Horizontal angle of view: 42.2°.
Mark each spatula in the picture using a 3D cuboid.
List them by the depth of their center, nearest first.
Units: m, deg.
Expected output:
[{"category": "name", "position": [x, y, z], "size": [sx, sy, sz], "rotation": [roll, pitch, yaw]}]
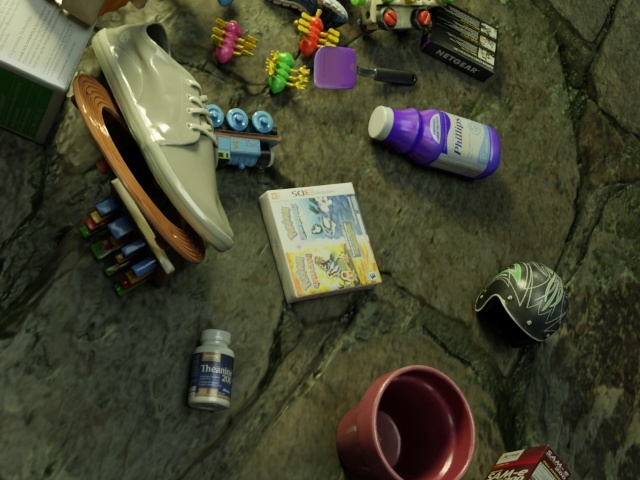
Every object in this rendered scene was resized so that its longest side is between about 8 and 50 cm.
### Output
[{"category": "spatula", "position": [0.100, -0.343, 1.687], "size": [0.297, 0.030, 0.084], "rotation": [-5, 97, -46]}]

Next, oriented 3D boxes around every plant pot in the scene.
[{"category": "plant pot", "position": [0.124, 0.323, 1.368], "size": [0.201, 0.180, 0.201], "rotation": [12, 65, -25]}]

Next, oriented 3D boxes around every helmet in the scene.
[{"category": "helmet", "position": [0.402, 0.122, 1.619], "size": [0.170, 0.161, 0.169], "rotation": [11, 65, -26]}]

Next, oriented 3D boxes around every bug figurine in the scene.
[{"category": "bug figurine", "position": [-0.108, -0.404, 1.598], "size": [0.279, 0.072, 0.216], "rotation": [27, 66, -23]}]

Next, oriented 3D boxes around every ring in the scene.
[{"category": "ring", "position": [-0.279, -0.103, 1.266], "size": [0.032, 0.336, 0.336], "rotation": [-31, 87, 2]}]

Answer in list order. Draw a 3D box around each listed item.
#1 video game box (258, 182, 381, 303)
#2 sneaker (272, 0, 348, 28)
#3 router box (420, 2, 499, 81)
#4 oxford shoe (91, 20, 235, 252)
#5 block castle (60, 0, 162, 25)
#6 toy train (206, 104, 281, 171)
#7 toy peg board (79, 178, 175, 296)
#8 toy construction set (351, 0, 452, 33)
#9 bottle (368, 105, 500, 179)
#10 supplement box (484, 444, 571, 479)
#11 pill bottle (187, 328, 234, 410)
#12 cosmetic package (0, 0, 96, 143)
[{"category": "video game box", "position": [0.000, 0.000, 1.511], "size": [0.187, 0.048, 0.205], "rotation": [-9, 75, -30]}, {"category": "sneaker", "position": [-0.024, -0.504, 1.690], "size": [0.191, 0.071, 0.082], "rotation": [25, 54, -19]}, {"category": "router box", "position": [0.317, -0.456, 1.876], "size": [0.179, 0.046, 0.133], "rotation": [21, 62, -21]}, {"category": "oxford shoe", "position": [-0.233, -0.186, 1.341], "size": [0.130, 0.169, 0.449], "rotation": [-28, 70, -1]}, {"category": "block castle", "position": [-0.335, -0.545, 1.327], "size": [0.303, 0.212, 0.453], "rotation": [37, 31, 1]}, {"category": "toy train", "position": [-0.158, -0.178, 1.478], "size": [0.184, 0.080, 0.105], "rotation": [3, 78, -31]}, {"category": "toy peg board", "position": [-0.305, 0.008, 1.275], "size": [0.079, 0.161, 0.161], "rotation": [-31, 89, -18]}, {"category": "toy construction set", "position": [0.150, -0.550, 1.755], "size": [0.328, 0.151, 0.214], "rotation": [-9, 100, -24]}, {"category": "bottle", "position": [0.235, -0.208, 1.700], "size": [0.283, 0.092, 0.118], "rotation": [13, 66, -25]}, {"category": "supplement box", "position": [0.324, 0.472, 1.452], "size": [0.073, 0.130, 0.239], "rotation": [51, 54, -2]}, {"category": "pill bottle", "position": [-0.172, 0.205, 1.316], "size": [0.067, 0.067, 0.120], "rotation": [14, 64, -24]}, {"category": "cosmetic package", "position": [-0.548, -0.316, 1.237], "size": [0.366, 0.197, 0.155], "rotation": [22, 62, -19]}]
